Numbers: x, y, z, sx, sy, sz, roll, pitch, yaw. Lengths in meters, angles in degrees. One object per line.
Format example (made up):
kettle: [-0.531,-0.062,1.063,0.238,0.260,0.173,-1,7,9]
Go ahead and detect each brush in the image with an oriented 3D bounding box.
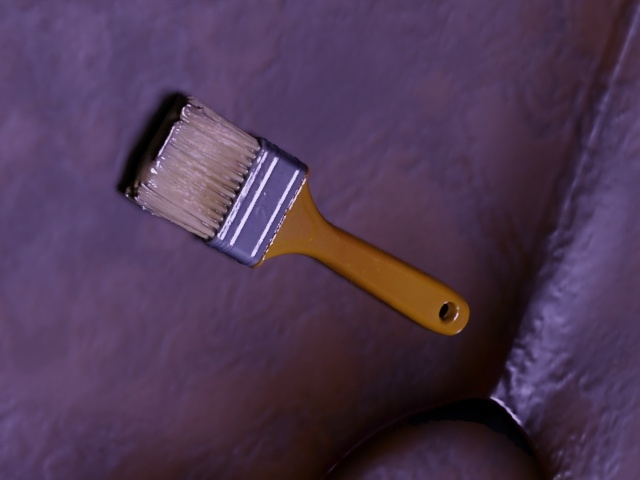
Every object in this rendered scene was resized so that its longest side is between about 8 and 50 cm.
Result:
brush: [0.000,0.000,0.662,0.170,0.014,0.043,30,88,-39]
